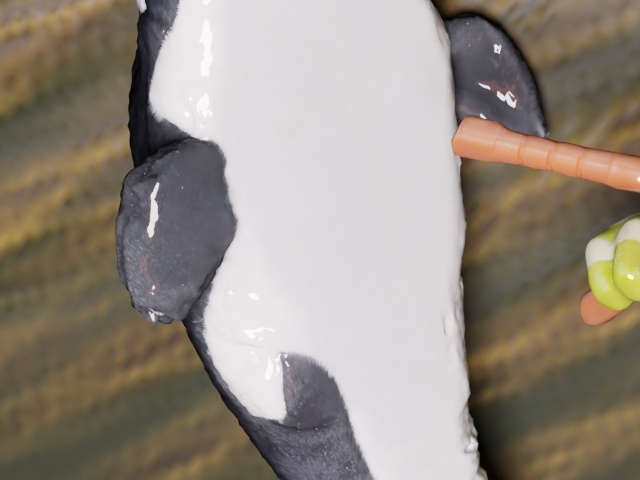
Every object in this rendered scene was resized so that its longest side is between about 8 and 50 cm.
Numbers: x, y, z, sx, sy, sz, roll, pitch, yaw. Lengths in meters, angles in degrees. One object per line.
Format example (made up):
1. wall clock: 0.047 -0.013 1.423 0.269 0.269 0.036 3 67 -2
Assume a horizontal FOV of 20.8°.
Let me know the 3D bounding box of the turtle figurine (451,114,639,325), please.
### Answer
1. turtle figurine: 0.166 0.035 0.541 0.269 0.087 0.217 4 125 -1

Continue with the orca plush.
1. orca plush: 0.000 0.000 0.574 0.151 0.102 0.287 -44 120 -20
